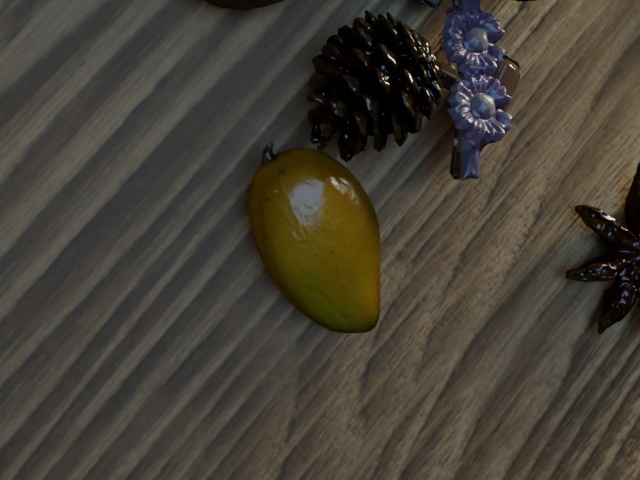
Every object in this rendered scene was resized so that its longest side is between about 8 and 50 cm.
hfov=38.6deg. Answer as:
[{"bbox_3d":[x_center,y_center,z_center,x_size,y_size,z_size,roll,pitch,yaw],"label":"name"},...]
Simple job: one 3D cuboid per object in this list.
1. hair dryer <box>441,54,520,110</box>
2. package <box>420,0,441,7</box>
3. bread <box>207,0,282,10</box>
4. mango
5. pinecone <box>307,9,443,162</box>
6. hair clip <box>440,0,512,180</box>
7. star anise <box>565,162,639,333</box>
[{"bbox_3d":[0.200,-0.243,1.358,0.181,0.064,0.117,25,86,-9],"label":"hair dryer"},{"bbox_3d":[0.091,-0.449,1.328,0.239,0.030,0.154,24,75,-9],"label":"package"},{"bbox_3d":[-0.107,-0.420,1.214,0.229,0.123,0.230,-1,107,-3],"label":"bread"},{"bbox_3d":[0.000,0.000,1.294,0.176,0.119,0.317,-27,108,-14],"label":"mango"},{"bbox_3d":[0.067,-0.212,1.267,0.204,0.184,0.179,-33,107,14],"label":"pinecone"},{"bbox_3d":[0.216,-0.225,1.302,0.106,0.084,0.292,3,83,-20],"label":"hair clip"},{"bbox_3d":[0.513,0.022,1.437,0.288,0.088,0.288,0,91,-16],"label":"star anise"}]
